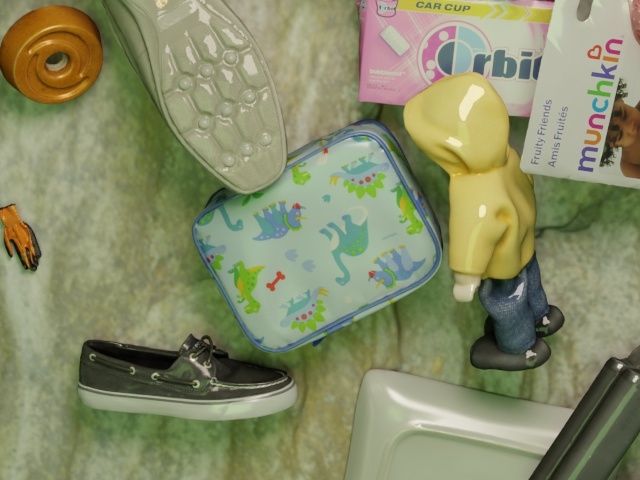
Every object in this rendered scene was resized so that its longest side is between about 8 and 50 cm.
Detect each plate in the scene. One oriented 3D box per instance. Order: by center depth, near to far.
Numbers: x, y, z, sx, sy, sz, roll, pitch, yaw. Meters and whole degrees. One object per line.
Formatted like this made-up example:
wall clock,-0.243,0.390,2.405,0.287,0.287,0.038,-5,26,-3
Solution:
plate,0.154,0.290,1.395,0.278,0.045,0.277,12,105,2

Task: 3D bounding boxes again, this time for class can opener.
can opener,0.314,0.158,1.307,0.095,0.076,0.283,32,95,-14

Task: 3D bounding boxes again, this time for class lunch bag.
lunch bag,0.000,0.000,1.309,0.219,0.090,0.176,-28,100,12

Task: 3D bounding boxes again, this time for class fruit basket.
fruit basket,0.373,-0.187,1.159,0.353,0.165,0.327,7,106,-16

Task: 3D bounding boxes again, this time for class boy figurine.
boy figurine,0.150,-0.015,1.240,0.092,0.177,0.285,-5,122,29

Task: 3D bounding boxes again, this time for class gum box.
gum box,0.124,-0.179,1.262,0.188,0.062,0.107,6,106,4

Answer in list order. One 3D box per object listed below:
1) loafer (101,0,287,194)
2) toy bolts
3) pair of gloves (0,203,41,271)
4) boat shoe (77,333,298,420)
loafer,-0.127,-0.188,1.249,0.112,0.111,0.319,-28,91,-3
toy bolts,-0.345,-0.211,1.292,0.228,0.158,0.218,-39,139,4
pair of gloves,-0.330,0.005,1.385,0.083,0.010,0.074,-17,104,13
boat shoe,-0.136,0.131,1.370,0.229,0.080,0.076,3,107,13
